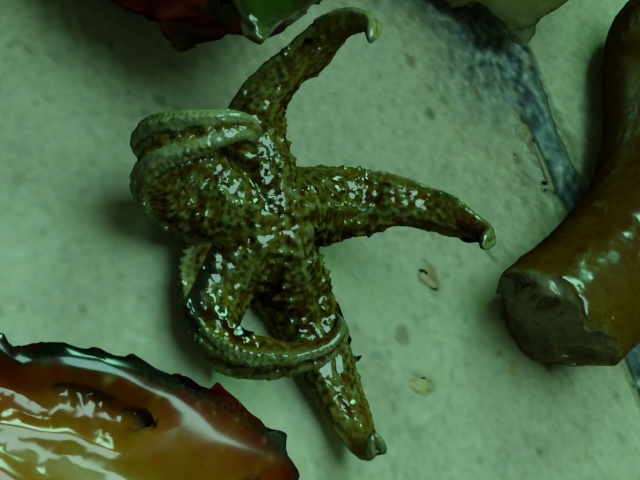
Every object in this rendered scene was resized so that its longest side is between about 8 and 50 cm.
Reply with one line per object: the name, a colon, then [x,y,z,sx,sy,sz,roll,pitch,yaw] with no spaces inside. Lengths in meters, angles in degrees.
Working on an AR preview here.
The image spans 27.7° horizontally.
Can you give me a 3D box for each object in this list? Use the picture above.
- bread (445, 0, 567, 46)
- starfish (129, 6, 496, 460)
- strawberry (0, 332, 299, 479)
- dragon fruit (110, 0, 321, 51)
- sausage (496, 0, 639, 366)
bread: [0.100,-0.383,0.737,0.371,0.279,0.390,29,53,-18]
starfish: [0.001,0.001,0.583,0.146,0.074,0.190,-28,105,-29]
strawberry: [-0.087,0.109,0.468,0.192,0.085,0.140,6,71,-28]
dragon fruit: [-0.056,-0.185,0.589,0.209,0.172,0.172,52,48,2]
sausage: [0.184,-0.038,0.749,0.103,0.076,0.302,41,49,-12]
